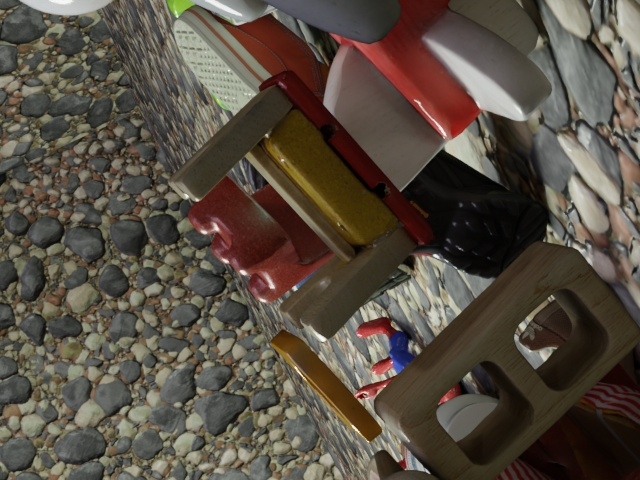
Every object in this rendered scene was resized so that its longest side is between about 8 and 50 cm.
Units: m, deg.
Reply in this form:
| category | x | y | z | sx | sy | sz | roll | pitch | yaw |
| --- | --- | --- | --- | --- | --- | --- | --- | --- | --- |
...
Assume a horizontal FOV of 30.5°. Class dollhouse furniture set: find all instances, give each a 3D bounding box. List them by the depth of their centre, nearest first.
| category | x | y | z | sx | sy | sz | roll | pitch | yaw |
| --- | --- | --- | --- | --- | --- | --- | --- | --- | --- |
| dollhouse furniture set | 0.092 | 0.054 | 0.633 | 0.374 | 0.152 | 0.201 | 49 | 173 | -10 |

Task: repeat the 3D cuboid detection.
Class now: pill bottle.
| category | x | y | z | sx | sy | sz | roll | pitch | yaw |
| --- | --- | --- | --- | --- | --- | --- | --- | --- | --- |
| pill bottle | 0.148 | 0.207 | 1.163 | 0.108 | 0.108 | 0.180 | 62 | 170 | 9 |

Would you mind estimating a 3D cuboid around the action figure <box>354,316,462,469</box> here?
| category | x | y | z | sx | sy | sz | roll | pitch | yaw |
| --- | --- | --- | --- | --- | --- | --- | --- | --- | --- |
| action figure | 0.084 | 0.186 | 1.391 | 0.091 | 0.139 | 0.280 | 66 | 168 | -19 |

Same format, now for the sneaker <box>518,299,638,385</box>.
| category | x | y | z | sx | sy | sz | roll | pitch | yaw |
| --- | --- | --- | --- | --- | --- | --- | --- | --- | --- |
| sneaker | 0.187 | 0.118 | 0.821 | 0.188 | 0.071 | 0.066 | 68 | 169 | -23 |

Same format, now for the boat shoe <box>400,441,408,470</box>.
| category | x | y | z | sx | sy | sz | roll | pitch | yaw |
| --- | --- | --- | --- | --- | --- | --- | --- | --- | --- |
| boat shoe | 0.140 | 0.282 | 1.515 | 0.073 | 0.073 | 0.207 | 48 | 162 | 51 |

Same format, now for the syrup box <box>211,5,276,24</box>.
| category | x | y | z | sx | sy | sz | roll | pitch | yaw |
| --- | --- | --- | --- | --- | --- | --- | --- | --- | --- |
| syrup box | -0.092 | -0.325 | 1.063 | 0.236 | 0.096 | 0.093 | 68 | 169 | -24 |

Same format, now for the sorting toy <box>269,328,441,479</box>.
| category | x | y | z | sx | sy | sz | roll | pitch | yaw |
| --- | --- | --- | --- | --- | --- | --- | --- | --- | --- |
| sorting toy | 0.083 | 0.187 | 0.595 | 0.347 | 0.047 | 0.196 | 47 | 173 | 6 |

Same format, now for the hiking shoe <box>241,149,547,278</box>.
| category | x | y | z | sx | sy | sz | roll | pitch | yaw |
| --- | --- | --- | --- | --- | --- | --- | --- | --- | --- |
| hiking shoe | 0.043 | -0.034 | 0.835 | 0.086 | 0.227 | 0.114 | -67 | 21 | 11 |

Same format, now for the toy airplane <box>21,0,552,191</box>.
| category | x | y | z | sx | sy | sz | roll | pitch | yaw |
| --- | --- | --- | --- | --- | --- | --- | --- | --- | --- |
| toy airplane | -0.045 | -0.184 | 0.650 | 0.384 | 0.273 | 0.386 | 59 | 171 | 27 |

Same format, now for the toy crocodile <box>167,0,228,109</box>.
| category | x | y | z | sx | sy | sz | roll | pitch | yaw |
| --- | --- | --- | --- | --- | --- | --- | --- | --- | --- |
| toy crocodile | -0.123 | -0.268 | 1.418 | 0.115 | 0.105 | 0.340 | 54 | 171 | 42 |

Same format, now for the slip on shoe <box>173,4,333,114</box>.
| category | x | y | z | sx | sy | sz | roll | pitch | yaw |
| --- | --- | --- | --- | --- | --- | --- | --- | --- | --- |
| slip on shoe | -0.007 | -0.128 | 1.155 | 0.331 | 0.101 | 0.123 | 47 | 159 | 17 |

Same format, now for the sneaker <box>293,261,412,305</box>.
| category | x | y | z | sx | sy | sz | roll | pitch | yaw |
| --- | --- | --- | --- | --- | --- | --- | --- | --- | --- |
| sneaker | 0.000 | 0.000 | 1.347 | 0.147 | 0.130 | 0.330 | 63 | 171 | -14 |
